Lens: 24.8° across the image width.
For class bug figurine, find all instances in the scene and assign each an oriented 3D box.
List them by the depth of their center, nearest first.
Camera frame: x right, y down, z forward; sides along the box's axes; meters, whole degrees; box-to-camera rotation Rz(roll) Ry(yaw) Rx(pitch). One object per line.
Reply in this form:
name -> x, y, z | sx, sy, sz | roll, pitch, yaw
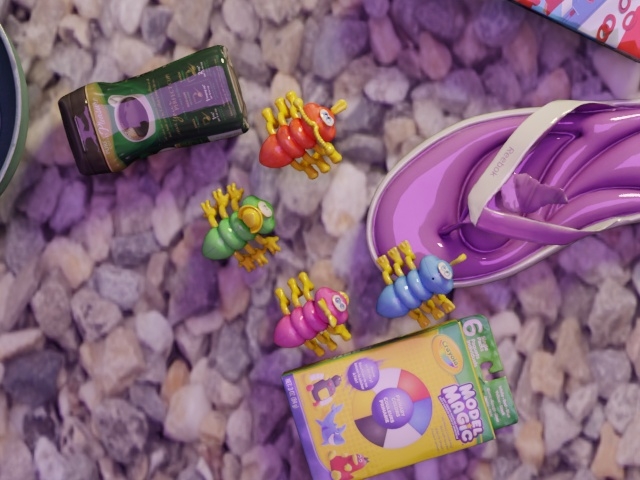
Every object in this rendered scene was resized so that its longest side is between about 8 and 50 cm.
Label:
bug figurine -> 0.000, 0.000, 1.457 | 0.216, 0.072, 0.279 | -38, 92, 21

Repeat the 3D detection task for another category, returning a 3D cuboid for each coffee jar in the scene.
coffee jar -> -0.172, -0.131, 1.493 | 0.184, 0.079, 0.096 | -16, 95, 1

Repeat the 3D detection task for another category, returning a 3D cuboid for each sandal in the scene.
sandal -> 0.242, -0.067, 1.465 | 0.416, 0.102, 0.169 | -17, 88, 3

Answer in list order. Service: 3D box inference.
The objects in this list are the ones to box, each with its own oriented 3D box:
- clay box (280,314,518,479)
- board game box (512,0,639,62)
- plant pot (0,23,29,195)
clay box -> 0.083, 0.164, 1.494 | 0.222, 0.053, 0.127 | -18, 89, 3
board game box -> 0.255, -0.376, 1.441 | 0.302, 0.086, 0.308 | 24, 101, -2
plant pot -> -0.420, -0.126, 1.444 | 0.293, 0.196, 0.293 | 0, 90, 2
